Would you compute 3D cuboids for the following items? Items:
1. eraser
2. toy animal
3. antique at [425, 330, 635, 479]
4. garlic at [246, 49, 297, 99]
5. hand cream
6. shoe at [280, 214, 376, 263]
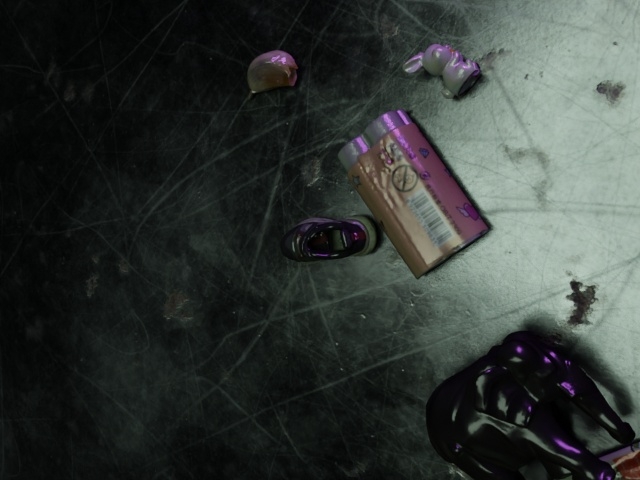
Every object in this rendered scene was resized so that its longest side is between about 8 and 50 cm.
[{"bbox_3d":[0.167,-0.089,1.085,0.171,0.087,0.290,-38,77,24],"label":"eraser"},{"bbox_3d":[0.225,-0.319,1.036,0.124,0.071,0.085,43,132,10],"label":"toy animal"},{"bbox_3d":[0.327,0.315,0.975,0.322,0.185,0.255,-40,76,31],"label":"antique"},{"bbox_3d":[-0.117,-0.363,1.229,0.152,0.066,0.084,-5,94,28],"label":"garlic"},{"bbox_3d":[0.498,0.400,0.968,0.234,0.050,0.080,-31,75,22],"label":"hand cream"},{"bbox_3d":[0.000,0.000,1.172,0.227,0.112,0.099,-8,92,29],"label":"shoe"}]
